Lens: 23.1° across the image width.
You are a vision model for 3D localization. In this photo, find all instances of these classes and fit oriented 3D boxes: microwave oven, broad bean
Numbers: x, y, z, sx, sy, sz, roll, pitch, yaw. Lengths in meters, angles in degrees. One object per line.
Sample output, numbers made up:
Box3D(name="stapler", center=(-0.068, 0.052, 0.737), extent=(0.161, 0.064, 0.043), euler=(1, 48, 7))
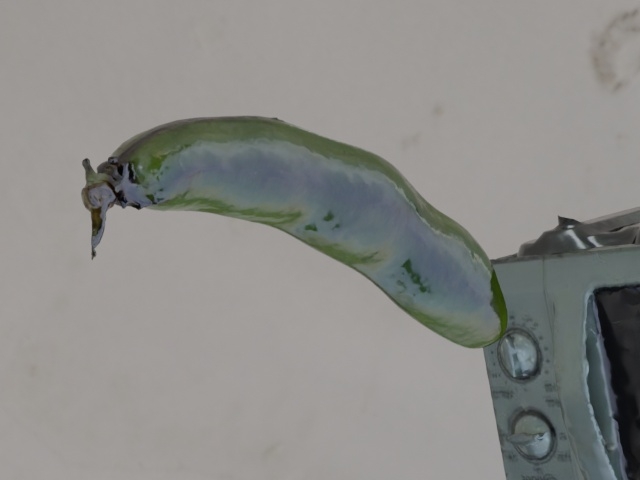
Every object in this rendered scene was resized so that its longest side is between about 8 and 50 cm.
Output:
Box3D(name="microwave oven", center=(0.270, 0.053, 0.895), extent=(0.237, 0.295, 0.181), euler=(-15, 95, -44))
Box3D(name="broad bean", center=(0.000, -0.005, 0.616), extent=(0.227, 0.039, 0.069), euler=(16, 83, -39))
